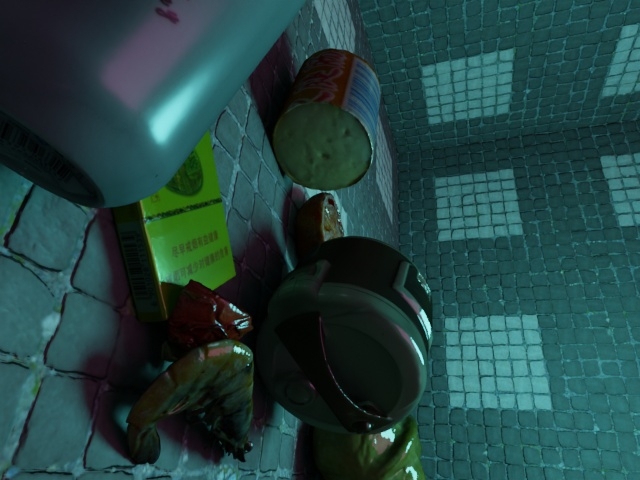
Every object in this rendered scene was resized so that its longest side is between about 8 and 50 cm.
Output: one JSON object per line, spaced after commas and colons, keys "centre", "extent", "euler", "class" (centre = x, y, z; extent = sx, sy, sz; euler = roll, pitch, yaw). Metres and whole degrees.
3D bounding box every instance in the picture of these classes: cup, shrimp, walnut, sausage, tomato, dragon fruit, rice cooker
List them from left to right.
{"centre": [-0.156, -0.191, 0.379], "extent": [0.312, 0.206, 0.205], "euler": [-64, 150, -24], "class": "cup"}
{"centre": [-0.155, 0.244, 0.564], "extent": [0.169, 0.058, 0.296], "euler": [-25, 135, -31], "class": "shrimp"}
{"centre": [-0.143, 0.125, 0.572], "extent": [0.106, 0.083, 0.162], "euler": [-59, 172, -14], "class": "dragon fruit"}
{"centre": [0.000, 0.000, 1.094], "extent": [0.237, 0.095, 0.236], "euler": [-9, 90, -72], "class": "tomato"}
{"centre": [0.024, -0.290, 1.032], "extent": [0.287, 0.233, 0.233], "euler": [-78, 156, -43], "class": "sausage"}
{"centre": [0.054, 0.176, 0.847], "extent": [0.325, 0.335, 0.335], "euler": [-59, 140, -61], "class": "rice cooker"}
{"centre": [0.117, 0.514, 1.047], "extent": [0.277, 0.253, 0.282], "euler": [-16, 97, -78], "class": "walnut"}

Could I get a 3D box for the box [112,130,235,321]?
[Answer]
{"centre": [-0.199, -0.085, 0.571], "extent": [0.187, 0.047, 0.334], "euler": [-38, 122, -69], "class": "box"}
